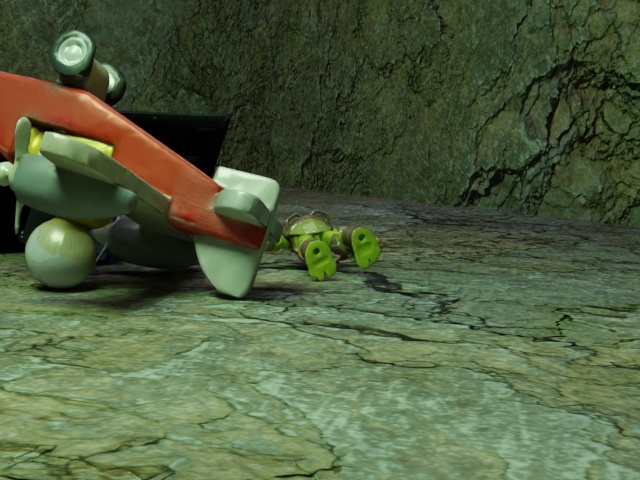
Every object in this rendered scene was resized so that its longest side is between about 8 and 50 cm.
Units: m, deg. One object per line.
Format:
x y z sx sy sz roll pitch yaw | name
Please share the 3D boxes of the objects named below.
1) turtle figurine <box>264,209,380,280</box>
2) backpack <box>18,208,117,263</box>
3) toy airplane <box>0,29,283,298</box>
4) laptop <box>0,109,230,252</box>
0.000 0.000 1.621 0.269 0.087 0.217 -1 6 -24 | turtle figurine
-0.329 -0.039 1.636 0.116 0.158 0.173 18 3 40 | backpack
-0.238 -0.041 1.372 0.386 0.272 0.384 41 -6 -33 | toy airplane
-0.409 -0.100 1.818 0.381 0.408 0.236 -2 41 -33 | laptop
